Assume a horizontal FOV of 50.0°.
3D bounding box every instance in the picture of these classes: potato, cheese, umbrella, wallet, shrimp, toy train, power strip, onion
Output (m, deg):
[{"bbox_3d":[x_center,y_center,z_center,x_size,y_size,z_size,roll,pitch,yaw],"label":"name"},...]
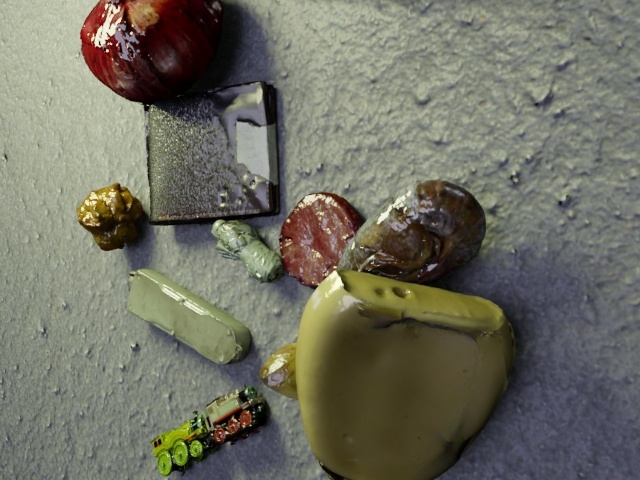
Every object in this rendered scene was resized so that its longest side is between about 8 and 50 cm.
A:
[{"bbox_3d":[-0.031,0.185,1.001,0.096,0.103,0.066,37,111,28],"label":"potato"},{"bbox_3d":[0.092,0.194,0.859,0.259,0.128,0.316,13,113,8],"label":"cheese"},{"bbox_3d":[-0.118,0.014,1.093,0.143,0.062,0.067,37,73,20],"label":"umbrella"},{"bbox_3d":[-0.189,-0.139,1.147,0.262,0.071,0.221,-4,85,28],"label":"wallet"},{"bbox_3d":[0.085,0.050,0.920,0.343,0.145,0.116,-46,24,34],"label":"shrimp"},{"bbox_3d":[-0.184,0.314,1.131,0.249,0.053,0.085,-35,64,28],"label":"toy train"},{"bbox_3d":[-0.227,0.130,1.169,0.285,0.048,0.080,23,103,33],"label":"power strip"},{"bbox_3d":[-0.281,-0.347,1.109,0.252,0.219,0.252,-10,56,15],"label":"onion"}]

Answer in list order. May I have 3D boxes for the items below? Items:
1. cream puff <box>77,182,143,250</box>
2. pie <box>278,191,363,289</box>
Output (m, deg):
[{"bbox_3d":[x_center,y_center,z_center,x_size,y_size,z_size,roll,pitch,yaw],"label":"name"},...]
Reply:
[{"bbox_3d":[-0.377,-0.039,1.240,0.094,0.116,0.122,53,131,37],"label":"cream puff"},{"bbox_3d":[0.000,0.000,1.027,0.154,0.036,0.155,-2,87,34],"label":"pie"}]
